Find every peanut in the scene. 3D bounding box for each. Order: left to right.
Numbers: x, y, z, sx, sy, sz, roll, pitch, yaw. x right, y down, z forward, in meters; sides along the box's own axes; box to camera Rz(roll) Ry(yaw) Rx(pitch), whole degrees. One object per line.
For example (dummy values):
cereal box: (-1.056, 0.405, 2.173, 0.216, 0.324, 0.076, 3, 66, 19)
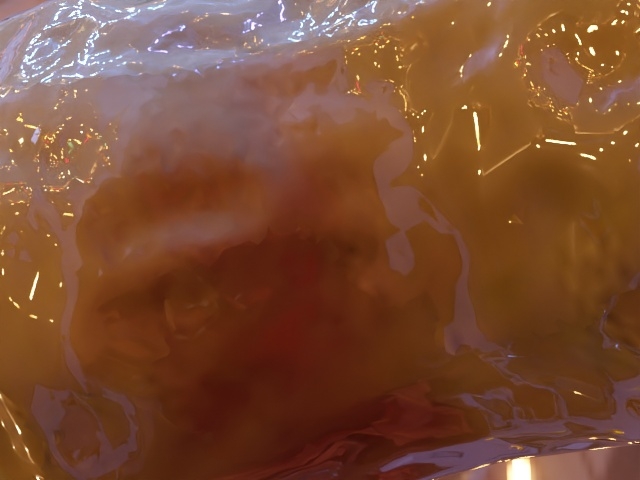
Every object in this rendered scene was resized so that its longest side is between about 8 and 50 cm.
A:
peanut: (0.000, 0.000, 0.411, 0.147, 0.319, 0.147, 22, -118, -50)
